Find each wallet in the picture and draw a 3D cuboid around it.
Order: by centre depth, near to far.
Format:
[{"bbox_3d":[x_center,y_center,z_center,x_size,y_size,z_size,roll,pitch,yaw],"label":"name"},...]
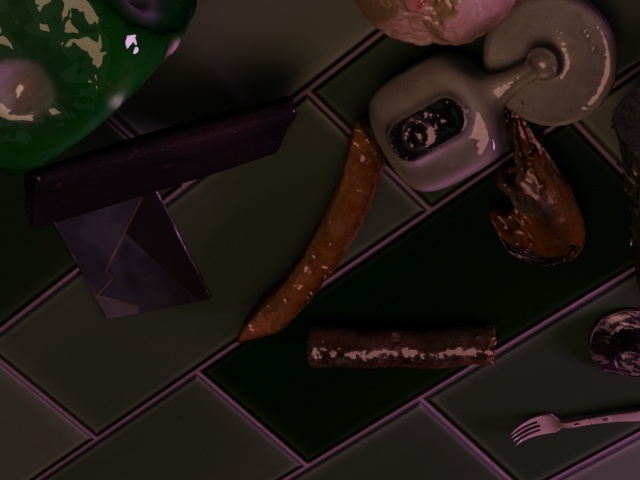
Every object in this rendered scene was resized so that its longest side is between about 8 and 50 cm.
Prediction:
[{"bbox_3d":[-0.189,-0.096,1.858,0.321,0.044,0.170,-17,169,-15],"label":"wallet"}]

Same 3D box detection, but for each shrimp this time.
[{"bbox_3d":[0.233,-0.068,1.912,0.117,0.066,0.262,-19,116,25],"label":"shrimp"}]

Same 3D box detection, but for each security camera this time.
[{"bbox_3d":[0.195,-0.169,1.815,0.301,0.080,0.157,-29,93,29],"label":"security camera"}]

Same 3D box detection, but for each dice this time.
[{"bbox_3d":[-0.329,-0.272,1.739,0.287,0.297,0.300,-29,115,27],"label":"dice"}]

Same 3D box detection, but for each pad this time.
[{"bbox_3d":[-0.262,-0.001,2.108,0.163,0.004,0.243,-12,123,20],"label":"pad"}]

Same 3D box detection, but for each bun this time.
[{"bbox_3d":[0.117,-0.300,1.718,0.220,0.134,0.220,6,125,8],"label":"bun"}]

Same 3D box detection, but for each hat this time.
[{"bbox_3d":[0.403,0.146,2.041,0.121,0.050,0.121,4,127,6],"label":"hat"}]

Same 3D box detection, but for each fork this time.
[{"bbox_3d":[0.363,0.237,2.139,0.219,0.028,0.034,-14,114,17],"label":"fork"}]

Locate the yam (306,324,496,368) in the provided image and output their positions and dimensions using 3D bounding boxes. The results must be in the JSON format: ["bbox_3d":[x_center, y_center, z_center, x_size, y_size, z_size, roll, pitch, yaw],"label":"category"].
[{"bbox_3d":[0.108,0.140,2.098,0.252,0.061,0.061,-2,126,13],"label":"yam"}]

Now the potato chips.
[{"bbox_3d":[0.000,0.000,2.010,0.080,0.057,0.407,22,131,-11],"label":"potato chips"}]

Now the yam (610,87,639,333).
[{"bbox_3d":[0.459,-0.002,1.812,0.241,0.241,0.348,-2,129,14],"label":"yam"}]
